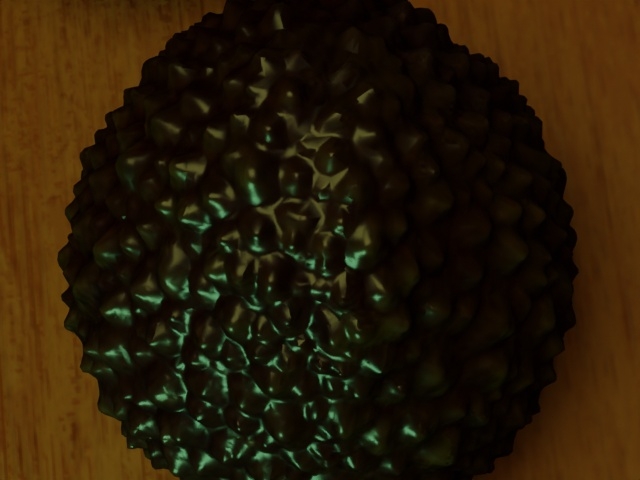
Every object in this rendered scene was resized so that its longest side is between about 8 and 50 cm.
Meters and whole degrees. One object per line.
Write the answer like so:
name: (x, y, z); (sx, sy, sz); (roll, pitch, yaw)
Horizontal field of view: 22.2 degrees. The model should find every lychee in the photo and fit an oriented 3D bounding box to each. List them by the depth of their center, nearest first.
lychee: (0.000, 0.000, 0.727); (0.271, 0.271, 0.271); (-4, 76, 18)
